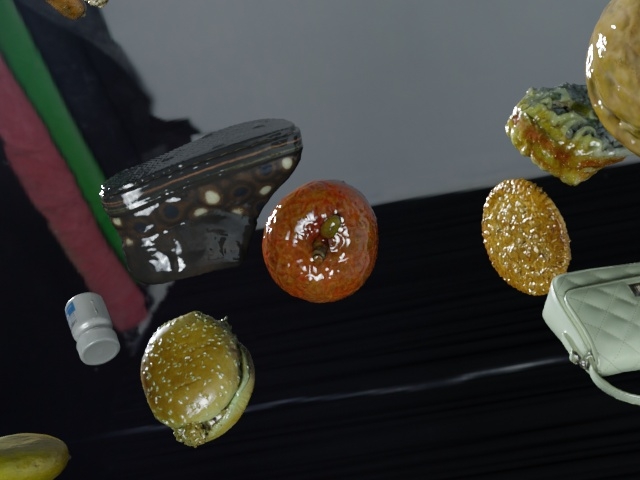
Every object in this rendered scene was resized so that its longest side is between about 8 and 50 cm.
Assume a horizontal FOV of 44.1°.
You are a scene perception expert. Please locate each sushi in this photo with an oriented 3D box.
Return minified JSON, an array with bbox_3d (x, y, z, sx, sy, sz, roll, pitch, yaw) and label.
[{"bbox_3d":[0.523,-0.220,1.652,0.274,0.184,0.139,50,153,27],"label":"sushi"}]

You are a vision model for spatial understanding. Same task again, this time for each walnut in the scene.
[{"bbox_3d":[0.544,-0.246,1.136,0.344,0.306,0.306,51,174,28],"label":"walnut"}]

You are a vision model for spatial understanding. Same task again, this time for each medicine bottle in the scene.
[{"bbox_3d":[-0.584,0.223,2.019,0.168,0.105,0.105,57,173,37],"label":"medicine bottle"}]

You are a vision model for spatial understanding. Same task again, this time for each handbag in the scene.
[{"bbox_3d":[0.442,0.121,1.043,0.219,0.256,0.079,-113,19,-49],"label":"handbag"}]

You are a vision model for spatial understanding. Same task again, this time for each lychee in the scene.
[{"bbox_3d":[0.000,0.000,1.600,0.300,0.255,0.255,21,-122,-78],"label":"lychee"}]

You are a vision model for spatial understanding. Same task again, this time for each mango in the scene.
[{"bbox_3d":[-0.566,0.407,1.425,0.237,0.137,0.091,-4,-86,-59],"label":"mango"}]

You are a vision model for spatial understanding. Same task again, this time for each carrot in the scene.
[{"bbox_3d":[-0.365,-0.336,0.996,0.165,0.035,0.036,36,-145,-37],"label":"carrot"}]

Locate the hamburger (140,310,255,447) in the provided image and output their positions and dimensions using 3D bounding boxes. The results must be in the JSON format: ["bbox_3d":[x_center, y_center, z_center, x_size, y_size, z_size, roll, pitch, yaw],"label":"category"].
[{"bbox_3d":[-0.208,0.231,1.322,0.122,0.189,0.215,45,-163,-50],"label":"hamburger"}]

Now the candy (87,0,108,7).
[{"bbox_3d":[-0.484,-0.564,1.703,0.110,0.085,0.096,142,137,-72],"label":"candy"}]

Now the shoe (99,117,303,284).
[{"bbox_3d":[-0.188,-0.063,1.446,0.171,0.383,0.237,36,147,62],"label":"shoe"}]

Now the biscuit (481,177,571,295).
[{"bbox_3d":[0.424,-0.004,1.661,0.254,0.035,0.254,40,139,47],"label":"biscuit"}]
